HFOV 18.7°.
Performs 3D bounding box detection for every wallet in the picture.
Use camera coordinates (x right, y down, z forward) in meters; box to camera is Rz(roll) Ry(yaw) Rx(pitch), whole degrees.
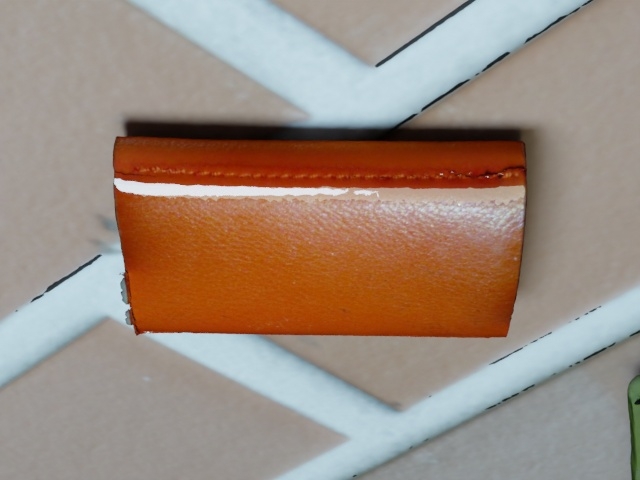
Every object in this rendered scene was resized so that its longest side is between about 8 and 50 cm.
[{"bbox_3d":[0.000,0.000,0.989,0.204,0.045,0.142,1,141,1],"label":"wallet"}]

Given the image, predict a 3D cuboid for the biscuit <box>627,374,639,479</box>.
[{"bbox_3d":[0.246,0.172,1.208,0.099,0.038,0.322,-2,143,12],"label":"biscuit"}]
